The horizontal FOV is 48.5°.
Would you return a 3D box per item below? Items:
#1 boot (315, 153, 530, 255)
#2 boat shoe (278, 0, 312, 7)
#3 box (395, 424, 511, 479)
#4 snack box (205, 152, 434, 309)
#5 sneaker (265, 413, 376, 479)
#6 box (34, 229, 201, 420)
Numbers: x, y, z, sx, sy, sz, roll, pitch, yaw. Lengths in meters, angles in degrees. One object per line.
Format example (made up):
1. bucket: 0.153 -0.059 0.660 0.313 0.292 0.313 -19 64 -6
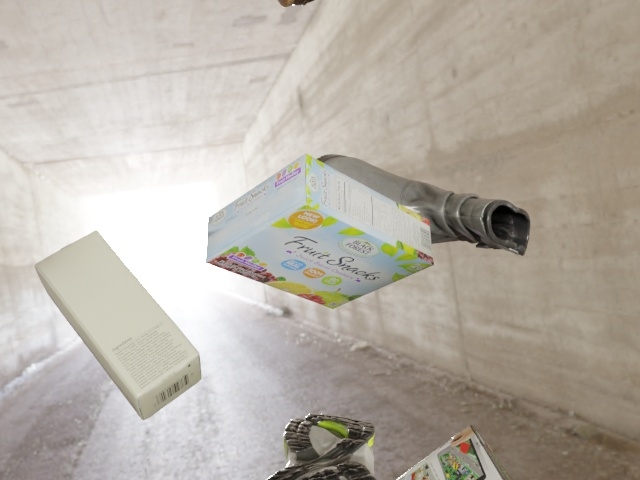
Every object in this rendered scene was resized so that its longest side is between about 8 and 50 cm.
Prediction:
1. boot: 0.146 -0.046 0.992 0.222 0.118 0.338 11 6 41
2. boat shoe: -0.058 -0.423 1.023 0.073 0.207 0.073 -22 -15 -17
3. box: 0.125 0.256 0.579 0.114 0.036 0.207 -39 26 7
4. snack box: 0.000 0.000 0.828 0.207 0.070 0.174 23 -38 -39
5. sneaker: 0.006 0.252 0.617 0.111 0.121 0.300 -2 5 10
6. box: -0.300 0.122 1.059 0.113 0.275 0.094 -33 -25 -25
